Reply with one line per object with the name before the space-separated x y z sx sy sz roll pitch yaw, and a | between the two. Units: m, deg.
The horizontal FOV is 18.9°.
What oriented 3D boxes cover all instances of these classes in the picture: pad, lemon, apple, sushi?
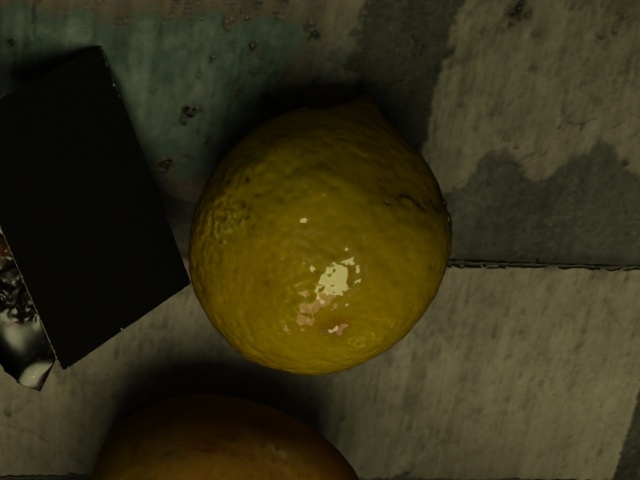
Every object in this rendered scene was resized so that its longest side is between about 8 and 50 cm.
pad | -0.211 -0.029 1.690 0.164 0.004 0.243 -34 115 -35
lemon | -0.003 0.007 1.720 0.228 0.228 0.253 16 124 -19
apple | -0.104 0.298 1.892 0.275 0.299 0.299 15 125 -12
sushi | -0.290 0.007 1.729 0.150 0.153 0.172 23 103 -19
